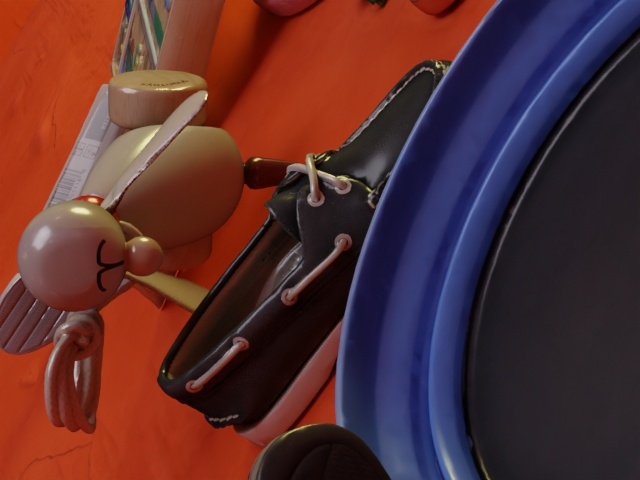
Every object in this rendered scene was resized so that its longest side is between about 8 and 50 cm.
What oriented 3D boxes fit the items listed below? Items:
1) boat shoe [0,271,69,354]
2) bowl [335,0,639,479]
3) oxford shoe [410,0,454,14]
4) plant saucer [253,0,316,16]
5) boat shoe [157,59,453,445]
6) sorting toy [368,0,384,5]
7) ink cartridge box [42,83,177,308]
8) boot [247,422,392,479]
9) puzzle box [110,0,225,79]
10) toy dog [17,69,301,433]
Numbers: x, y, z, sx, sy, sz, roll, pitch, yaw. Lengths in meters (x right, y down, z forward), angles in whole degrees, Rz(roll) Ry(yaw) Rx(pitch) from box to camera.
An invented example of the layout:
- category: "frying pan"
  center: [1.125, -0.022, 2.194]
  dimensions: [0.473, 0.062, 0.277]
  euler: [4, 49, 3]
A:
- category: "boat shoe"
  center: [-0.273, 0.030, 1.507]
  dimensions: [0.226, 0.083, 0.076]
  euler: [-47, 12, 5]
- category: "bowl"
  center: [0.151, -0.019, 0.641]
  dimensions: [0.391, 0.077, 0.391]
  euler: [-46, 27, 32]
- category: "oxford shoe"
  center: [0.080, -0.300, 1.090]
  dimensions: [0.097, 0.098, 0.271]
  euler: [-43, 29, 39]
- category: "plant saucer"
  center: [0.009, -0.385, 1.364]
  dimensions: [0.332, 0.084, 0.332]
  euler: [-46, 28, 33]
- category: "boat shoe"
  center: [0.000, 0.000, 0.919]
  dimensions: [0.302, 0.091, 0.114]
  euler: [-59, 23, 7]
- category: "sorting toy"
  center: [0.048, -0.228, 1.166]
  dimensions: [0.061, 0.042, 0.102]
  euler: [-54, 6, -24]
- category: "ink cartridge box"
  center: [-0.168, -0.036, 1.230]
  dimensions: [0.045, 0.179, 0.145]
  euler: [15, 74, 24]
- category: "boot"
  center: [-0.018, 0.209, 0.626]
  dimensions: [0.179, 0.085, 0.236]
  euler: [-26, 75, 60]
- category: "puzzle box"
  center: [-0.173, -0.249, 1.529]
  dimensions: [0.409, 0.052, 0.272]
  euler: [-113, 38, -63]
- category: "toy dog"
  center: [-0.104, -0.022, 1.037]
  dimensions: [0.333, 0.161, 0.220]
  euler: [-82, -10, -52]
